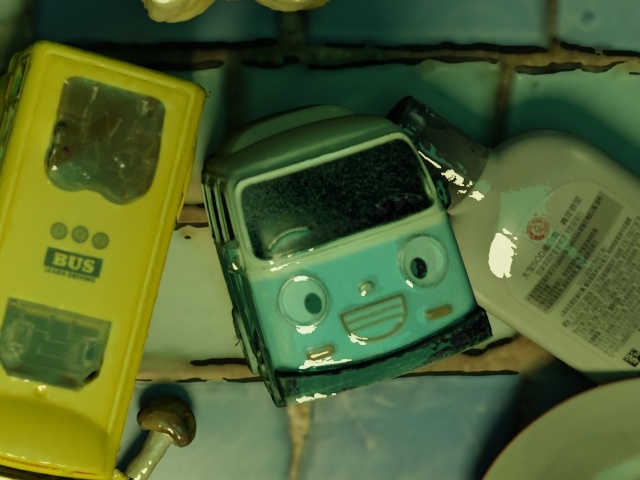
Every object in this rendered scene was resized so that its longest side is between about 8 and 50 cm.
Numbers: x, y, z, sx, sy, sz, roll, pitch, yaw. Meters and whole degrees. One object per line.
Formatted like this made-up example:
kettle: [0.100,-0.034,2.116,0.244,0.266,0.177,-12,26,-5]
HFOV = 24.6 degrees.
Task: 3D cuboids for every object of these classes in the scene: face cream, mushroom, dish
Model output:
face cream: [0.164,0.000,1.037,0.291,0.071,0.144,31,95,-13]
mushroom: [-0.210,0.213,1.023,0.306,0.043,0.068,-36,83,-2]
dish: [0.235,0.230,1.042,0.260,0.085,0.260,-4,112,-9]

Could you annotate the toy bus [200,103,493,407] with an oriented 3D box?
toy bus: [0.000,0.000,0.911,0.133,0.271,0.164,-18,96,-7]

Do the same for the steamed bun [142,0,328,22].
steamed bun: [-0.053,-0.289,0.935,0.292,0.137,0.295,-40,96,-2]

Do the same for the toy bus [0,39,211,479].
toy bus: [-0.170,0.049,0.927,0.144,0.152,0.330,15,84,-15]
